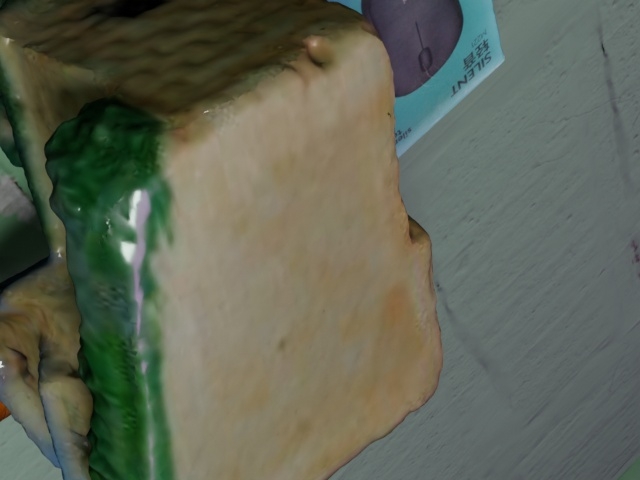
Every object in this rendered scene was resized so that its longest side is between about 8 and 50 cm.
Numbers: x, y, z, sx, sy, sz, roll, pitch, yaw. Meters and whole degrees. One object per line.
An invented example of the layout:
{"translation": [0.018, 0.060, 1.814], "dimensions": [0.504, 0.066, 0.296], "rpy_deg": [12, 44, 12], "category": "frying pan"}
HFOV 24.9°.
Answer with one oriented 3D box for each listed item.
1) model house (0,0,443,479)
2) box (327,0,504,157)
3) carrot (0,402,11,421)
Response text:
{"translation": [-0.133, -0.009, 1.130], "dimensions": [0.334, 0.342, 0.382], "rpy_deg": [-32, 132, -34], "category": "model house"}
{"translation": [0.045, -0.221, 1.320], "dimensions": [0.205, 0.118, 0.311], "rpy_deg": [-40, 146, -13], "category": "box"}
{"translation": [-0.343, 0.154, 1.267], "dimensions": [0.193, 0.087, 0.087], "rpy_deg": [-18, 136, -44], "category": "carrot"}
